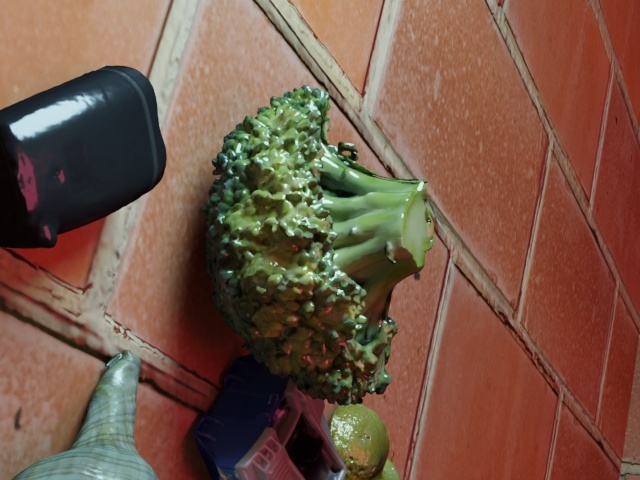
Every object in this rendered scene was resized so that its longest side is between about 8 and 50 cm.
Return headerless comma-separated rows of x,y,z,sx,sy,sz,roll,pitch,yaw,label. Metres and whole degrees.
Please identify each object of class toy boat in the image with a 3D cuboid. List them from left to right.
-0.014,0.237,0.979,0.129,0.088,0.295,-61,144,-42,toy boat

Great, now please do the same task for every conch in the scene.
-0.139,0.186,0.701,0.234,0.114,0.137,-40,143,-63,conch

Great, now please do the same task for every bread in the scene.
0.053,0.241,1.152,0.188,0.065,0.149,24,68,-61,bread

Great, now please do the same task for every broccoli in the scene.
-0.003,-0.001,0.878,0.226,0.176,0.198,-63,154,-11,broccoli

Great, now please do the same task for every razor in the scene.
-0.152,-0.054,0.695,0.148,0.054,0.090,-38,124,-57,razor
